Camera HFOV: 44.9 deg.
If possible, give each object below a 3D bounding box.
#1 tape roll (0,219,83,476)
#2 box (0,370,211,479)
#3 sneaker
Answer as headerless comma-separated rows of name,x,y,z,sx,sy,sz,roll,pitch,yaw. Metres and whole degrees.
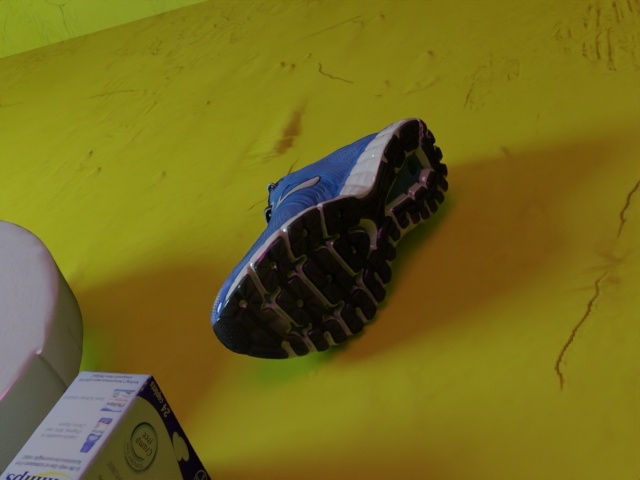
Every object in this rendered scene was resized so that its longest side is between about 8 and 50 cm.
tape roll,-0.427,0.127,0.753,0.391,0.072,0.392,-9,41,8
box,-0.155,0.185,0.554,0.072,0.126,0.137,-2,36,26
sneaker,0.000,0.000,0.781,0.147,0.130,0.330,-10,26,45
